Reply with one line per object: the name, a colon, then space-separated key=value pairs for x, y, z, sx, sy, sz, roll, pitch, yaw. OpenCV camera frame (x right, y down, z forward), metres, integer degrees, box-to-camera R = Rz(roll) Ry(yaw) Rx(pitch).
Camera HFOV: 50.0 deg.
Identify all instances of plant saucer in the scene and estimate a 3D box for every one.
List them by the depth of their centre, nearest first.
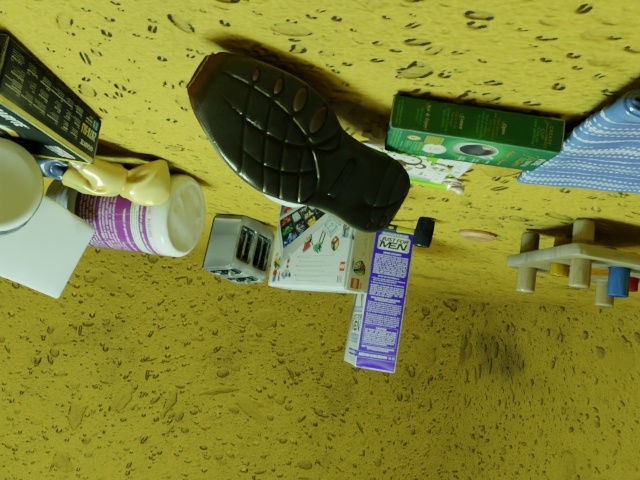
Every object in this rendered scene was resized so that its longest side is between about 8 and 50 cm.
plant saucer: x=0.350 y=-0.010 z=1.529 sx=0.084 sy=0.013 sz=0.083 roll=8 pitch=173 yaw=1

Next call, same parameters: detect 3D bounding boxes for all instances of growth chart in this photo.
growth chart: x=0.137 y=-0.111 z=0.965 sx=0.172 sy=0.021 sz=0.237 roll=9 pitch=172 yaw=3

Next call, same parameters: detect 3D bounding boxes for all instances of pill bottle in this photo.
pill bottle: x=-0.479 y=-0.071 z=1.001 sx=0.131 sy=0.130 sz=0.246 roll=12 pitch=173 yaw=-25
pill bottle: x=-0.404 y=-0.064 z=1.407 sx=0.302 sy=0.169 sz=0.169 roll=6 pitch=172 yaw=19

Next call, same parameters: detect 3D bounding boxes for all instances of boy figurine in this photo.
boy figurine: x=-0.412 y=-0.127 z=1.232 sx=0.285 sy=0.092 sz=0.177 roll=9 pitch=173 yaw=-10

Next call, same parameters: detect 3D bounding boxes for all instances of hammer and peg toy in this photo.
hammer and peg toy: x=0.580 y=0.056 z=1.318 sx=0.362 sy=0.127 sz=0.266 roll=10 pitch=171 yaw=-11

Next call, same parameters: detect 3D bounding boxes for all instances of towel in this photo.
towel: x=0.380 y=-0.085 z=0.749 sx=0.243 sy=0.040 sz=0.336 roll=7 pitch=173 yaw=1

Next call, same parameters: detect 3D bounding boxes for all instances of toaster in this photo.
toaster: x=-0.222 y=0.019 z=1.879 sx=0.110 sy=0.185 sz=0.168 roll=2 pitch=162 yaw=31

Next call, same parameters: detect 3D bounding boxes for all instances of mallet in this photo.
mallet: x=0.179 y=-0.033 z=1.503 sx=0.039 sy=0.062 sz=0.190 roll=15 pitch=-175 yaw=-35

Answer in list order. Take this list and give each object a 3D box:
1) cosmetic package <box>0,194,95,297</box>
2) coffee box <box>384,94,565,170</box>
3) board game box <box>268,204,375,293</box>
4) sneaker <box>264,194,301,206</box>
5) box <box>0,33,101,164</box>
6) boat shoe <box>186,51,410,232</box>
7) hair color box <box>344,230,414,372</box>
cosmetic package: x=-0.688 y=-0.062 z=1.303 sx=0.453 sy=0.161 sz=0.230 roll=19 pitch=166 yaw=25
coffee box: x=0.168 y=-0.118 z=0.777 sx=0.184 sy=0.040 sz=0.113 roll=9 pitch=175 yaw=4
board game box: x=0.000 y=0.000 z=1.315 sx=0.053 sy=0.192 sz=0.305 roll=13 pitch=172 yaw=-29
sneaker: x=-0.007 y=-0.101 z=1.073 sx=0.212 sy=0.080 sz=0.094 roll=8 pitch=154 yaw=23
box: x=-0.461 y=-0.186 z=0.882 sx=0.257 sy=0.079 sz=0.322 roll=11 pitch=173 yaw=1
boat shoe: x=-0.029 y=-0.107 z=0.794 sx=0.324 sy=0.122 sz=0.120 roll=32 pitch=-174 yaw=-45
hair color box: x=0.143 y=0.147 z=1.708 sx=0.110 sy=0.338 sz=0.185 roll=11 pitch=173 yaw=-5
